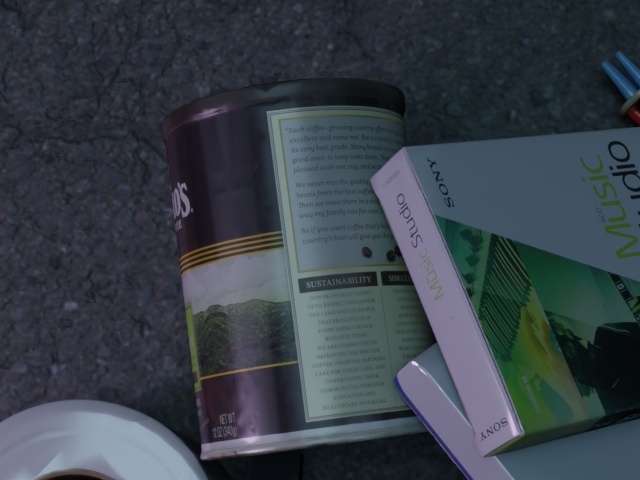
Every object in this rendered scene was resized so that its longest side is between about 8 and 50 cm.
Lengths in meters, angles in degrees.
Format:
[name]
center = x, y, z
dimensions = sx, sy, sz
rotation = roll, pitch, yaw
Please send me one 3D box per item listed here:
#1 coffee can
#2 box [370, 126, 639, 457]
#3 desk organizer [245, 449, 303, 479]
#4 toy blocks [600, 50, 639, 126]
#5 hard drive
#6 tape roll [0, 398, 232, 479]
[coffee can]
center = -0.013, 0.028, 1.132
dimensions = 0.201, 0.201, 0.275
rotation = -8, 82, 4
[box]
center = 0.215, 0.026, 1.091
dimensions = 0.322, 0.058, 0.232
rotation = -8, 67, -34
[desk organizer]
center = -0.037, 0.168, 1.241
dimensions = 0.047, 0.050, 0.130
rotation = 1, 76, 6
[toy blocks]
center = 0.282, -0.088, 1.269
dimensions = 0.123, 0.054, 0.148
rotation = -38, 76, -4
[hard drive]
center = 0.226, 0.117, 1.111
dimensions = 0.318, 0.040, 0.210
rotation = -29, 76, -42
[tape roll]
center = -0.187, 0.263, 1.173
dimensions = 0.246, 0.169, 0.246
rotation = -2, 75, 6
